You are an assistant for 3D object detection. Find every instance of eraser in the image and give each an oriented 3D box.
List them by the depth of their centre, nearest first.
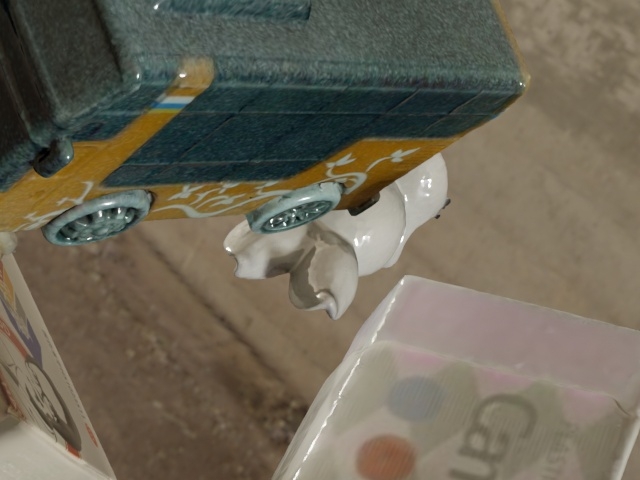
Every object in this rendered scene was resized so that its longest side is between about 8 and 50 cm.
[{"bbox_3d":[0.035,0.191,0.806,0.213,0.082,0.397,12,48,21],"label":"eraser"}]

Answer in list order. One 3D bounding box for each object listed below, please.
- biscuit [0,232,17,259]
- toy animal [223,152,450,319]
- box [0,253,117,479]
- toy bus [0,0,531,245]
[{"bbox_3d":[-0.288,-0.102,0.739,0.144,0.078,0.426,45,-6,28],"label":"biscuit"},{"bbox_3d":[0.003,0.000,1.159,0.104,0.131,0.221,45,49,3],"label":"toy animal"},{"bbox_3d":[-0.271,0.021,1.069,0.353,0.069,0.214,62,0,26],"label":"box"},{"bbox_3d":[-0.050,-0.089,0.664,0.275,0.167,0.139,-5,69,-46],"label":"toy bus"}]
